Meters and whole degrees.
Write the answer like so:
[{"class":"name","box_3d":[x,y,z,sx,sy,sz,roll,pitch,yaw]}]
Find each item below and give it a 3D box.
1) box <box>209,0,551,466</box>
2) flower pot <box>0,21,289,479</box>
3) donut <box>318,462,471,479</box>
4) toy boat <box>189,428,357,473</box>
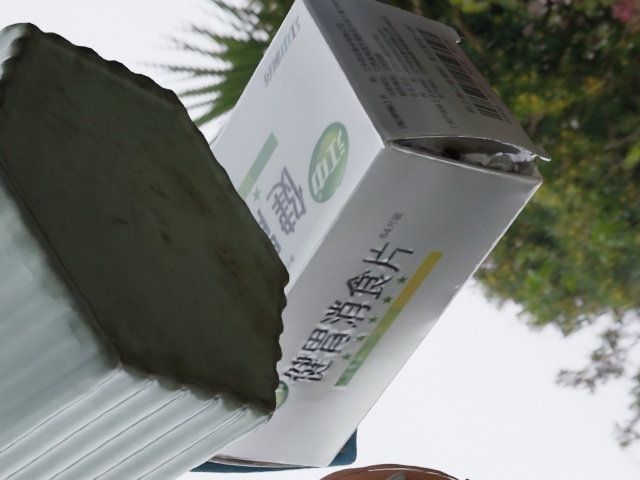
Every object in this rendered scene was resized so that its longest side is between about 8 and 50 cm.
[{"class":"box","box_3d":[0.001,-0.002,1.092,0.145,0.333,0.173,9,-141,-35]},{"class":"flower pot","box_3d":[-0.151,0.031,0.757,0.209,0.190,0.239,46,-154,-24]},{"class":"donut","box_3d":[0.064,0.246,0.898,0.199,0.085,0.232,-7,-106,-10]},{"class":"toy boat","box_3d":[-0.126,0.144,1.388,0.332,0.133,0.145,5,-97,-4]}]
